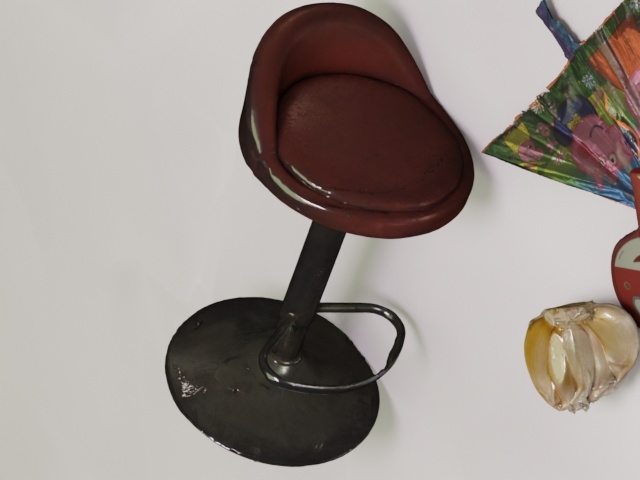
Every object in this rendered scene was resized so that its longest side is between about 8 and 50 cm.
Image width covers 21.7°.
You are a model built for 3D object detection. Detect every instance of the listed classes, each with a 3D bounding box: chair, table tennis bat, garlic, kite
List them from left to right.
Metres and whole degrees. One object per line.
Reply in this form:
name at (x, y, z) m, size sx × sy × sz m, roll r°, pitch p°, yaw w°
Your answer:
chair at (0.000, 0.000, 1.555) m, size 0.226 × 0.226 × 0.401 m, roll 48°, pitch 138°, yaw 31°
garlic at (0.223, 0.093, 1.413) m, size 0.113 × 0.074 × 0.094 m, roll -15°, pitch 98°, yaw 50°
kite at (0.241, -0.107, 1.351) m, size 0.234 × 0.016 × 0.321 m, roll 60°, pitch 144°, yaw 17°
table tennis bat at (0.271, 0.014, 1.355) m, size 0.098 × 0.019 × 0.155 m, roll 16°, pitch 125°, yaw 50°
